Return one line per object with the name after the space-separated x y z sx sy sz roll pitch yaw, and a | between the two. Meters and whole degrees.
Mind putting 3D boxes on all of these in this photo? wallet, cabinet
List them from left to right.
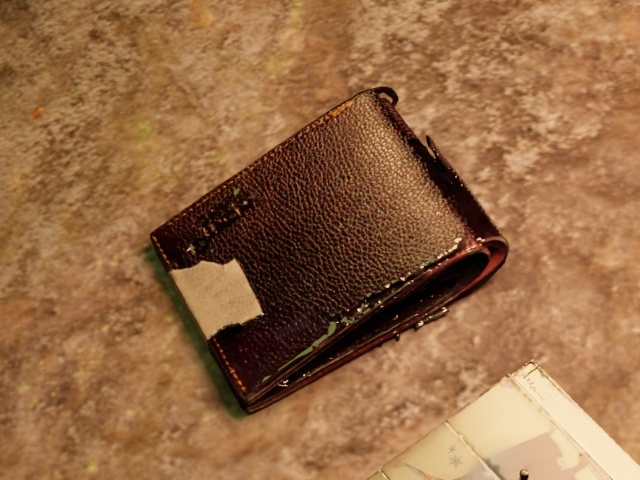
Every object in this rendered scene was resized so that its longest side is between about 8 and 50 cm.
0.000 0.000 1.340 0.262 0.071 0.221 -32 54 -1 | wallet
0.122 0.219 1.096 0.206 0.150 0.145 -35 54 -12 | cabinet
